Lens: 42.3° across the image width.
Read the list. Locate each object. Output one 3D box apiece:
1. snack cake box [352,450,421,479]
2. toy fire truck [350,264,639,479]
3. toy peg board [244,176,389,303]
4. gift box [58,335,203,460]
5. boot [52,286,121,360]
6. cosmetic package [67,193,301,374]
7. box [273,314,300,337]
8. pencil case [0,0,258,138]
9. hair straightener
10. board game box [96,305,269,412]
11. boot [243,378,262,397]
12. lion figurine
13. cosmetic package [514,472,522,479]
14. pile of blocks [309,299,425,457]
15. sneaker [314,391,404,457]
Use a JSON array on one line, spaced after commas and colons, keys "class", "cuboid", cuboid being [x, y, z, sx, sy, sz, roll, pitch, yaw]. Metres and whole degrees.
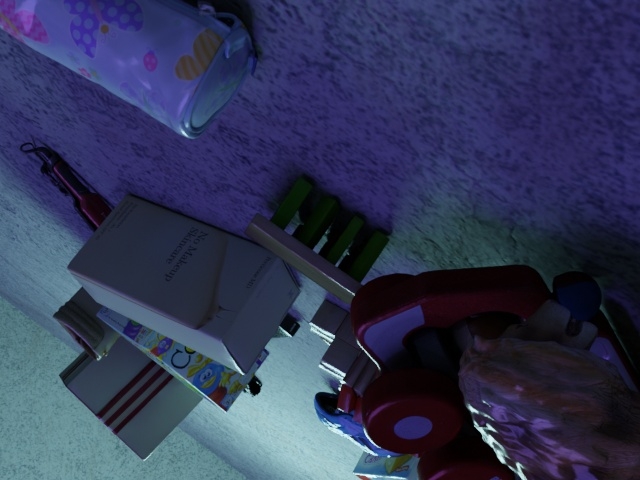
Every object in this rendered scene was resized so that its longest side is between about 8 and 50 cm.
[{"class": "snack cake box", "cuboid": [0.188, 0.462, 1.613, 0.152, 0.089, 0.264, 36, 157, -10]}, {"class": "toy fire truck", "cuboid": [0.181, 0.129, 0.852, 0.254, 0.169, 0.302, -26, 127, 17]}, {"class": "toy peg board", "cuboid": [0.000, 0.000, 0.985, 0.161, 0.079, 0.160, 35, 173, -4]}, {"class": "gift box", "cuboid": [-0.379, 0.264, 1.734, 0.255, 0.258, 0.276, 50, 163, -17]}, {"class": "boot", "cuboid": [-0.349, 0.146, 1.542, 0.095, 0.203, 0.262, 7, 146, 47]}, {"class": "cosmetic package", "cuboid": [-0.206, 0.059, 1.243, 0.310, 0.160, 0.113, 19, 153, 29]}, {"class": "box", "cuboid": [-0.122, 0.107, 1.393, 0.162, 0.029, 0.116, 40, 157, -17]}, {"class": "pencil case", "cuboid": [-0.197, -0.204, 0.764, 0.273, 0.113, 0.124, 30, 147, 8]}, {"class": "hair straightener", "cuboid": [-0.425, -0.079, 1.396, 0.089, 0.047, 0.230, 5, 144, 48]}, {"class": "board game box", "cuboid": [-0.238, 0.168, 1.477, 0.144, 0.142, 0.275, 23, 160, 39]}, {"class": "boot", "cuboid": [-0.193, 0.310, 1.869, 0.099, 0.045, 0.121, 20, 161, 34]}, {"class": "lion figurine", "cuboid": [0.264, 0.224, 0.759, 0.240, 0.142, 0.392, 8, 139, 27]}, {"class": "cosmetic package", "cuboid": [0.234, 0.408, 1.172, 0.138, 0.224, 0.224, 35, 128, -5]}, {"class": "pile of blocks", "cuboid": [0.084, 0.245, 1.289, 0.362, 0.112, 0.149, 45, 155, -24]}, {"class": "sneaker", "cuboid": [0.075, 0.341, 1.549, 0.209, 0.069, 0.082, 19, 149, 32]}]
